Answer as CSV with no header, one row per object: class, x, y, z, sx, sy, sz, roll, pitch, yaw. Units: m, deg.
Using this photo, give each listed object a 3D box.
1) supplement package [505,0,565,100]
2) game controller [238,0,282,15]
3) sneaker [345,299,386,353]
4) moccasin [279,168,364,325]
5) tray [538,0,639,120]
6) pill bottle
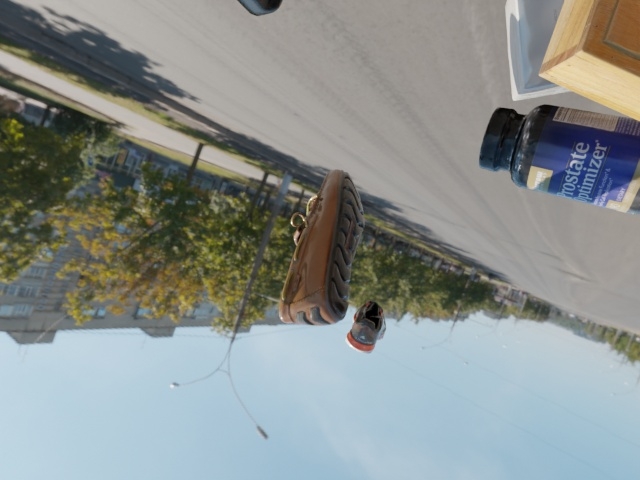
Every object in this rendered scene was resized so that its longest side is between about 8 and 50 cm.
supplement package,0.424,-0.370,0.843,0.150,0.194,0.203,-5,-171,18
game controller,-0.084,-0.368,0.509,0.067,0.166,0.319,28,-169,7
sneaker,0.087,0.128,0.769,0.061,0.064,0.158,24,-163,6
moccasin,0.001,0.002,0.943,0.147,0.379,0.139,-9,141,26
tray,0.448,-0.188,0.464,0.412,0.202,0.076,20,179,-8
pill bottle,0.347,-0.122,0.659,0.219,0.122,0.123,19,180,26
